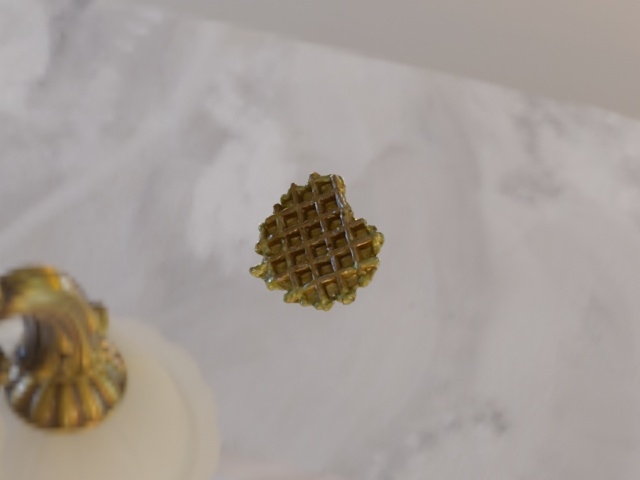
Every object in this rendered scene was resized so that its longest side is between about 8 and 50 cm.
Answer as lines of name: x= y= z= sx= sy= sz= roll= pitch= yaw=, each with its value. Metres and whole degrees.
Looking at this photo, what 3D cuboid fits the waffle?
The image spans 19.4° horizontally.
waffle: x=0.000 y=0.002 z=1.080 sx=0.078 sy=0.016 sz=0.085 roll=-50 pitch=-126 yaw=-2
